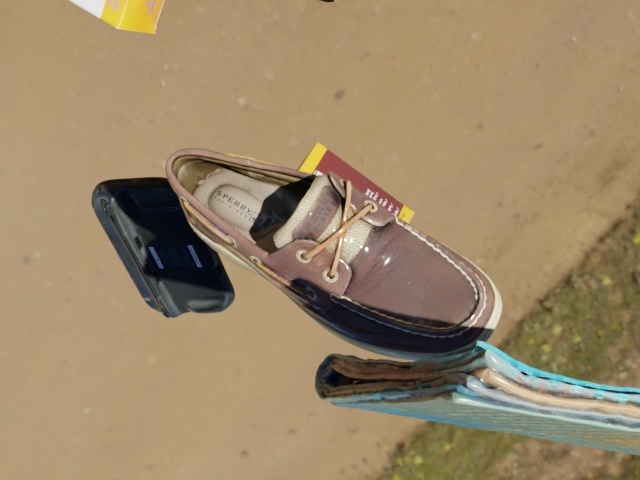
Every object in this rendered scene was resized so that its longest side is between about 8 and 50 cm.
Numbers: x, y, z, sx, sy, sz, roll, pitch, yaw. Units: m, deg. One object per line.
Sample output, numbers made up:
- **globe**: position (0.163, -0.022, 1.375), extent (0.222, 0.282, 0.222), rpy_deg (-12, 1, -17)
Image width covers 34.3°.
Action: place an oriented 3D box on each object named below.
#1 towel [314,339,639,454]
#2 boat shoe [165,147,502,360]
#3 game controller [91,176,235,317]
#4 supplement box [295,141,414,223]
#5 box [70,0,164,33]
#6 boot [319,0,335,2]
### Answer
- **towel**: position (0.206, 0.126, 0.743), extent (0.370, 0.040, 0.271), rpy_deg (12, 168, -18)
- **boat shoe**: position (0.000, 0.000, 0.941), extent (0.123, 0.342, 0.123), rpy_deg (-56, 154, -10)
- **game controller**: position (-0.254, 0.016, 1.713), extent (0.166, 0.067, 0.319), rpy_deg (-8, 136, 11)
- **supplement box**: position (0.012, -0.011, 1.620), extent (0.194, 0.191, 0.129), rpy_deg (36, 132, -6)
- **box**: position (-0.121, -0.164, 0.502), extent (0.028, 0.136, 0.081), rpy_deg (-9, 125, -56)
- **boot**: position (-0.035, -0.378, 1.275), extent (0.236, 0.269, 0.089), rpy_deg (23, 94, -11)
